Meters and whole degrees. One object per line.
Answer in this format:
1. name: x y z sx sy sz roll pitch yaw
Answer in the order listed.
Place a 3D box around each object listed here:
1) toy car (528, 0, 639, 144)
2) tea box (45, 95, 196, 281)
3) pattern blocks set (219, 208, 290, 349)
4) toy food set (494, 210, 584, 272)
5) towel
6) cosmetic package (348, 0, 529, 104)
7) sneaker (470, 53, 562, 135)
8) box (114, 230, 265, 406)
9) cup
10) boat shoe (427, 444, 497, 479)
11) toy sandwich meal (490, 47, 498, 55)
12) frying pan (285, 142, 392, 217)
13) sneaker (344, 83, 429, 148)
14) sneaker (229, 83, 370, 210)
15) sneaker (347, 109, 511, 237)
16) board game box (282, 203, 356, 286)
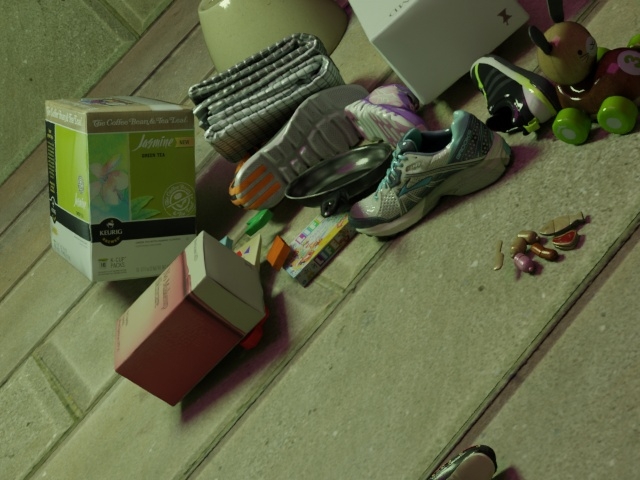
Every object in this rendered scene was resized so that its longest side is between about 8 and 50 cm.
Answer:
1. toy car: 0.359 -0.255 1.571 0.149 0.188 0.155 -11 42 49
2. tea box: -0.399 -0.115 2.262 0.220 0.323 0.329 -6 14 -25
3. pattern blocks set: -0.151 0.088 1.971 0.285 0.026 0.325 -30 34 40
4. toy food set: 0.287 0.009 1.486 0.122 0.019 0.078 -18 36 29
5. towel: -0.098 -0.272 2.180 0.283 0.121 0.235 -28 -10 5
6. cosmetic package: 0.191 -0.433 2.071 0.230 0.161 0.453 -40 22 11
7. sneaker: 0.277 -0.218 1.757 0.097 0.084 0.234 -47 26 -2
8. box: -0.214 0.126 1.849 0.232 0.127 0.148 -46 26 17
9. cup: -0.139 -0.489 2.590 0.331 0.237 0.331 -34 28 21
10. boat shoe: 0.143 0.277 1.273 0.133 0.049 0.042 -43 -3 19
11. toy sandwich meal: 0.274 -0.326 1.987 0.085 0.029 0.085 -38 23 19
12. frying pan: 0.053 -0.096 1.881 0.197 0.053 0.326 -28 19 -9
13. sneaker: 0.131 -0.222 1.976 0.104 0.095 0.236 -40 24 -8
14. sneaker: -0.051 -0.181 2.140 0.321 0.124 0.180 -37 13 -10
15. sneaker: 0.144 -0.110 1.747 0.283 0.122 0.110 -30 29 28
16. board game box: 0.000 0.000 1.904 0.154 0.026 0.103 -46 25 -3
